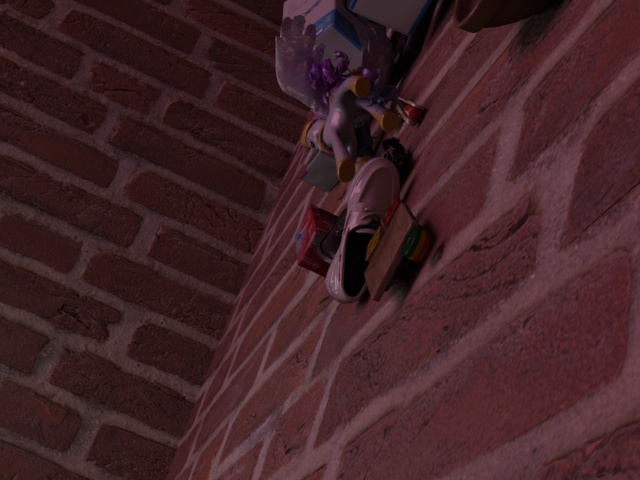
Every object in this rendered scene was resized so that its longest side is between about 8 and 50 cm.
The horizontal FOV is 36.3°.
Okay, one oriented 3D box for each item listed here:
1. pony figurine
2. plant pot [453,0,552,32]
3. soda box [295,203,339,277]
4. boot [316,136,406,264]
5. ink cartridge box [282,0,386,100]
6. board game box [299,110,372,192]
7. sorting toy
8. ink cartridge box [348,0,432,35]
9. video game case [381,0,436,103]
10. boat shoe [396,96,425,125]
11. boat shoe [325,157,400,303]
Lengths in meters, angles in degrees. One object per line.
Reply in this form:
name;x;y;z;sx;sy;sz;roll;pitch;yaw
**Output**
pony figurine;0.047;-0.314;2.211;0.363;0.303;0.351;-143;61;-65
plant pot;0.290;-0.401;1.413;0.237;0.110;0.237;-158;90;-82
soda box;0.000;0.000;2.152;0.092;0.083;0.263;-63;8;11
boot;0.086;-0.075;1.818;0.229;0.091;0.263;-62;7;23
ink cartridge box;0.033;-0.517;2.468;0.197;0.198;0.270;-32;38;32
board game box;0.063;-0.305;2.590;0.303;0.097;0.224;-67;9;-19
sorting toy;0.120;0.020;1.496;0.132;0.046;0.274;-63;9;12
ink cartridge box;0.217;-0.709;2.195;0.285;0.166;0.395;123;166;-53
video game case;0.214;-0.500;2.425;0.248;0.035;0.275;-50;18;59
boat shoe;0.174;-0.256;1.949;0.137;0.049;0.043;-123;56;-74
boat shoe;0.080;-0.019;1.696;0.267;0.096;0.088;-67;13;-7
